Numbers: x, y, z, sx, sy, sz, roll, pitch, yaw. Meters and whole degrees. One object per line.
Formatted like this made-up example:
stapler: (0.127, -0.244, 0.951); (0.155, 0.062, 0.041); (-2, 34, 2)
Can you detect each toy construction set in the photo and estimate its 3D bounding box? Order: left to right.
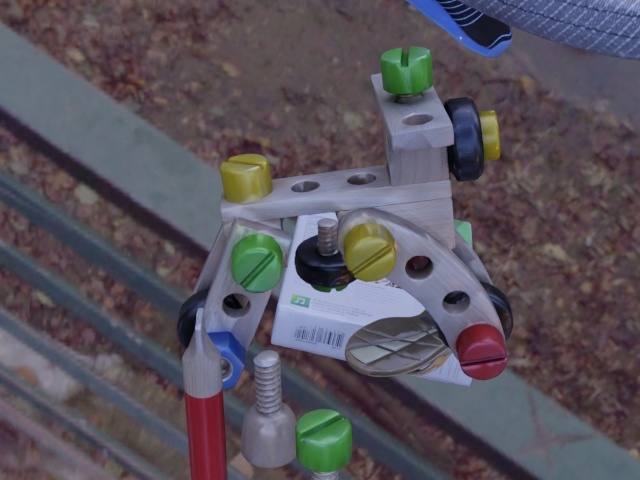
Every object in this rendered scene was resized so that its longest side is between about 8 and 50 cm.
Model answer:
toy construction set: (0.000, 0.000, 0.745); (0.257, 0.237, 0.309); (12, 33, 20)

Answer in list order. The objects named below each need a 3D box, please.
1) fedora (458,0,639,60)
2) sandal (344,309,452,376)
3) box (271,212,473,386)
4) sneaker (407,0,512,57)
fedora: (0.144, -0.160, 0.403); (0.275, 0.124, 0.244); (22, 83, 27)
sandal: (0.101, 0.106, 1.109); (0.180, 0.049, 0.072); (-19, 41, -40)
box: (0.073, 0.045, 1.337); (0.232, 0.058, 0.322); (13, 29, -1)
sneaker: (0.156, -0.277, 1.185); (0.232, 0.090, 0.081); (21, 35, -46)
